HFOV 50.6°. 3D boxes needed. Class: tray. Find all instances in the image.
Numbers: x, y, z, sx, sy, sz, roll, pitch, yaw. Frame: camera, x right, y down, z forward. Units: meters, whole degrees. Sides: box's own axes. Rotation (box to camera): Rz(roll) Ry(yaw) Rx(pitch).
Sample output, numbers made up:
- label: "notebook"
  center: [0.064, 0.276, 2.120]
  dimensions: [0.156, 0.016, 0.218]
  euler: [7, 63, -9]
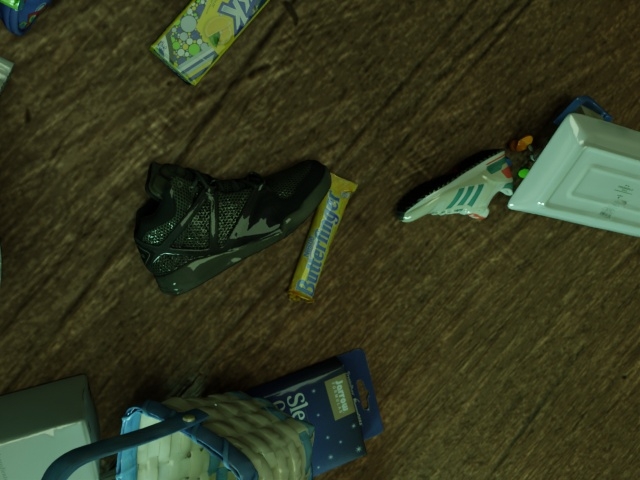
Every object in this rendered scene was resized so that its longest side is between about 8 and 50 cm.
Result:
- label: "tray"
  center: [0.384, -0.070, 0.875]
  dimensions: [0.270, 0.030, 0.145]
  euler: [9, 127, -27]

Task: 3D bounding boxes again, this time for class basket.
- label: "basket"
  center: [-0.144, 0.291, 0.673]
  dimensions: [0.289, 0.201, 0.254]
  euler: [-11, 112, -56]

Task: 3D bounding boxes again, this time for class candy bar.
- label: "candy bar"
  center: [0.000, 0.000, 0.815]
  dimensions: [0.040, 0.018, 0.161]
  euler: [18, 96, -21]

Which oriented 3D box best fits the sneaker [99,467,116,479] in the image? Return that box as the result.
- label: "sneaker"
  center: [-0.322, 0.343, 0.744]
  dimensions: [0.297, 0.129, 0.111]
  euler: [-30, 109, -29]

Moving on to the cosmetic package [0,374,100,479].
- label: "cosmetic package"
  center: [-0.352, 0.225, 0.699]
  dimensions: [0.231, 0.117, 0.085]
  euler: [-12, 107, -14]

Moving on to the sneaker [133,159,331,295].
- label: "sneaker"
  center: [-0.101, -0.048, 0.732]
  dimensions: [0.227, 0.087, 0.130]
  euler: [-29, 116, -4]

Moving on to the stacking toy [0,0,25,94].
- label: "stacking toy"
  center: [-0.339, -0.196, 0.557]
  dimensions: [0.167, 0.221, 0.052]
  euler: [25, 68, -23]

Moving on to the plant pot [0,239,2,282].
- label: "plant pot"
  center: [-0.420, -0.005, 0.577]
  dimensions: [0.293, 0.196, 0.293]
  euler: [-4, 103, -18]

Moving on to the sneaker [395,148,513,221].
- label: "sneaker"
  center: [0.173, -0.050, 0.840]
  dimensions: [0.161, 0.057, 0.075]
  euler: [-31, 105, -12]

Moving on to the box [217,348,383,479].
- label: "box"
  center: [-0.028, 0.235, 0.853]
  dimensions: [0.225, 0.036, 0.136]
  euler: [-19, 108, -15]

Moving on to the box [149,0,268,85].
- label: "box"
  center: [-0.101, -0.243, 0.704]
  dimensions: [0.059, 0.054, 0.169]
  euler: [41, 88, -22]

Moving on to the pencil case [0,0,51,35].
- label: "pencil case"
  center: [-0.367, -0.298, 0.562]
  dimensions: [0.306, 0.133, 0.119]
  euler: [25, 67, -23]

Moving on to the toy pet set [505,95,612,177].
- label: "toy pet set"
  center: [0.309, -0.132, 0.878]
  dimensions: [0.122, 0.065, 0.114]
  euler: [22, 130, -19]
